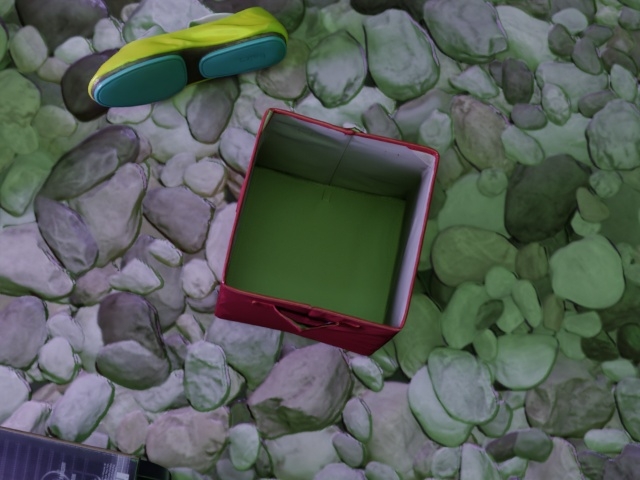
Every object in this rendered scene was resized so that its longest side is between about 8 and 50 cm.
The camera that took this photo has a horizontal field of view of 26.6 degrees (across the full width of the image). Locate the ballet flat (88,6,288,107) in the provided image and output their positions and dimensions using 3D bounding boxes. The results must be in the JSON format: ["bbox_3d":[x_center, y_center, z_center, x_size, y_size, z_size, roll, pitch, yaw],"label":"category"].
[{"bbox_3d":[-0.150,-0.208,1.491,0.231,0.077,0.077,-17,58,-13],"label":"ballet flat"}]

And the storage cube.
[{"bbox_3d":[0.000,0.000,1.392,0.183,0.193,0.215,14,77,-4],"label":"storage cube"}]

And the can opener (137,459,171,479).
[{"bbox_3d":[-0.246,0.259,1.380,0.186,0.073,0.059,4,114,-3],"label":"can opener"}]

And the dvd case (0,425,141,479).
[{"bbox_3d":[-0.294,0.266,1.309,0.221,0.018,0.165,11,95,6],"label":"dvd case"}]
